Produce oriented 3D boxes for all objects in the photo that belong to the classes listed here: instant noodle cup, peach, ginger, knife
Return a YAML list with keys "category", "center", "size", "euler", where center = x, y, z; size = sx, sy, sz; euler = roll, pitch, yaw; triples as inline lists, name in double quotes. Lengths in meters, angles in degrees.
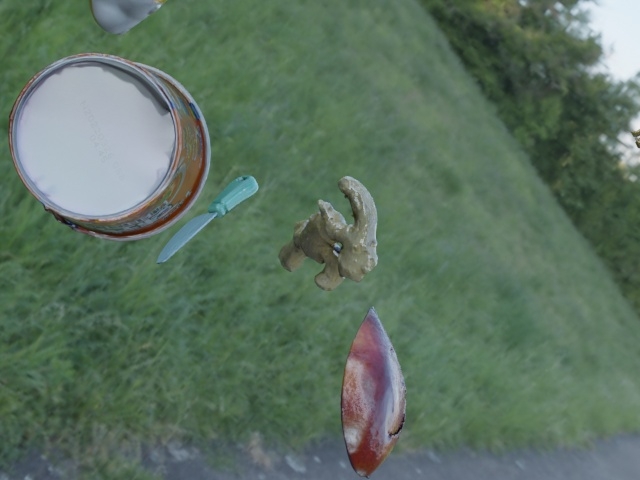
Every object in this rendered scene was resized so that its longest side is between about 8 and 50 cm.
- category: "instant noodle cup"
  center: [-0.267, -0.119, 1.026]
  size: [0.250, 0.250, 0.192]
  euler: [37, -2, -5]
- category: "peach"
  center: [0.102, 0.241, 1.324]
  size: [0.068, 0.279, 0.189]
  euler: [-4, -18, 25]
- category: "ginger"
  center: [0.005, 0.014, 1.280]
  size: [0.065, 0.259, 0.149]
  euler: [-4, 71, -35]
- category: "knife"
  center: [-0.206, -0.038, 1.436]
  size: [0.063, 0.260, 0.034]
  euler: [7, -51, 42]

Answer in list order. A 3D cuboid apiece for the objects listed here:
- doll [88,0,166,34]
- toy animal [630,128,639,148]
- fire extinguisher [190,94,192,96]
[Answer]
- category: "doll"
  center: [-0.341, -0.452, 1.285]
  size: [0.270, 0.167, 0.162]
  euler: [42, 40, -36]
- category: "toy animal"
  center: [0.541, -0.168, 1.298]
  size: [0.060, 0.083, 0.081]
  euler: [51, 20, -35]
- category: "fire extinguisher"
  center: [-0.289, -0.271, 1.567]
  size: [0.025, 0.083, 0.038]
  euler: [46, -19, 54]
